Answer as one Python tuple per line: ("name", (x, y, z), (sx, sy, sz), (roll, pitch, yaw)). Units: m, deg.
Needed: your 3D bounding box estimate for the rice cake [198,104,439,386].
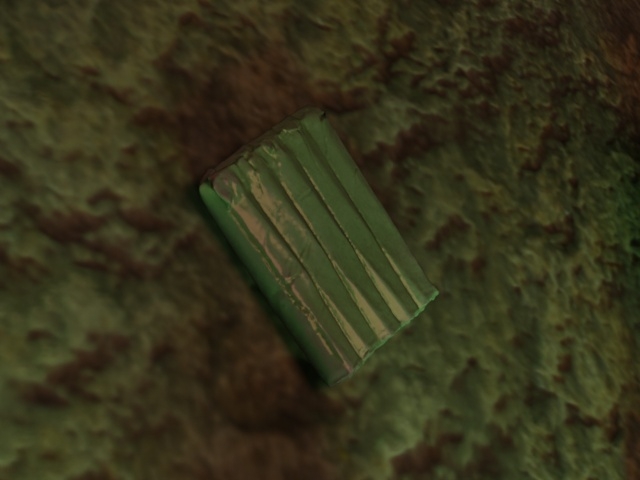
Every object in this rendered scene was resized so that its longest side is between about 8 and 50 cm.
("rice cake", (0.000, 0.000, 1.132), (0.198, 0.037, 0.189), (53, 39, -1))
